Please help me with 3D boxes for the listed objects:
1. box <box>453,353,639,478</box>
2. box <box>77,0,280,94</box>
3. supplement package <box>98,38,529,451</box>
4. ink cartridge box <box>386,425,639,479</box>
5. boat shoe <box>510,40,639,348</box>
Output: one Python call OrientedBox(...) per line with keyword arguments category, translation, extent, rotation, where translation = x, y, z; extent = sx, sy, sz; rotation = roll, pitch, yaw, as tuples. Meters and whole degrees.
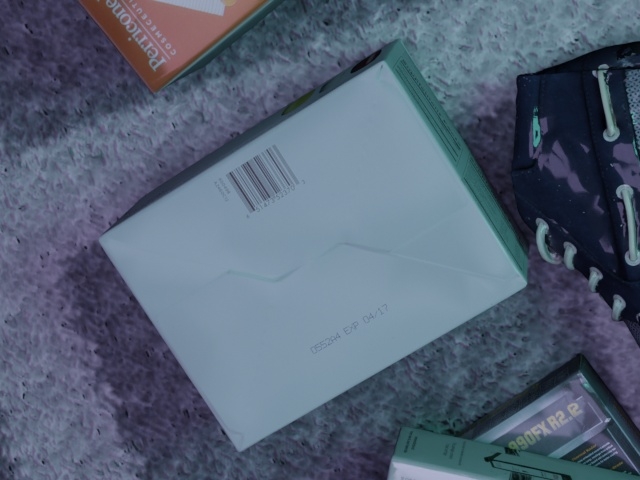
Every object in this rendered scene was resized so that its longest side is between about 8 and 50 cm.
OrientedBox(category="box", translation=(0.172, 0.232, 1.510), extent=(0.231, 0.056, 0.183), rotation=(-36, 94, 14))
OrientedBox(category="box", translation=(-0.045, -0.303, 1.367), extent=(0.345, 0.168, 0.215), rotation=(-38, 95, 14))
OrientedBox(category="supplement package", translation=(0.000, 0.000, 1.438), extent=(0.262, 0.145, 0.204), rotation=(-31, 97, 13))
OrientedBox(category="ink cartridge box", translation=(0.145, 0.245, 1.443), extent=(0.203, 0.086, 0.148), rotation=(12, 104, 5))
OrientedBox(category="boat shoe", translation=(0.236, 0.011, 1.430), extent=(0.158, 0.127, 0.340), rotation=(-3, 94, 15))
